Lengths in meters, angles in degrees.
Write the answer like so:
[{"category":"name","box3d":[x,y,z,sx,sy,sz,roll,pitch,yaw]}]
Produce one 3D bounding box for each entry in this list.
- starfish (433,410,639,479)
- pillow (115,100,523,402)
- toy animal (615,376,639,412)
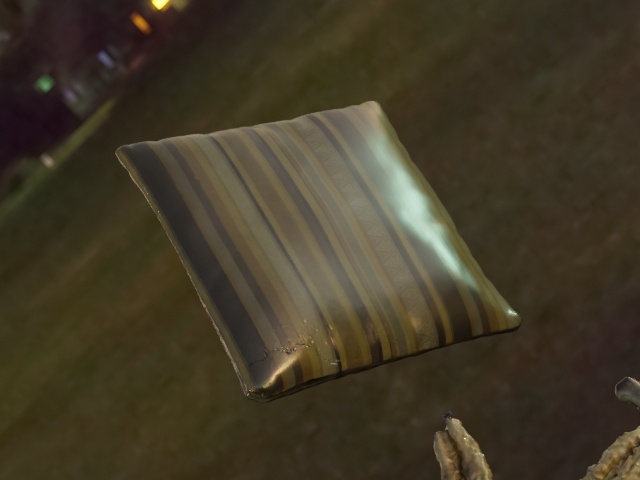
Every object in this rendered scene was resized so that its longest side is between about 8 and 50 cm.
[{"category":"starfish","box3d":[0.154,0.294,1.682,0.432,0.082,0.324,-52,23,-16]},{"category":"pillow","box3d":[0.000,0.000,1.190,0.212,0.208,0.052,-13,-33,-30]},{"category":"toy animal","box3d":[0.269,0.122,1.162,0.170,0.090,0.255,19,90,40]}]
